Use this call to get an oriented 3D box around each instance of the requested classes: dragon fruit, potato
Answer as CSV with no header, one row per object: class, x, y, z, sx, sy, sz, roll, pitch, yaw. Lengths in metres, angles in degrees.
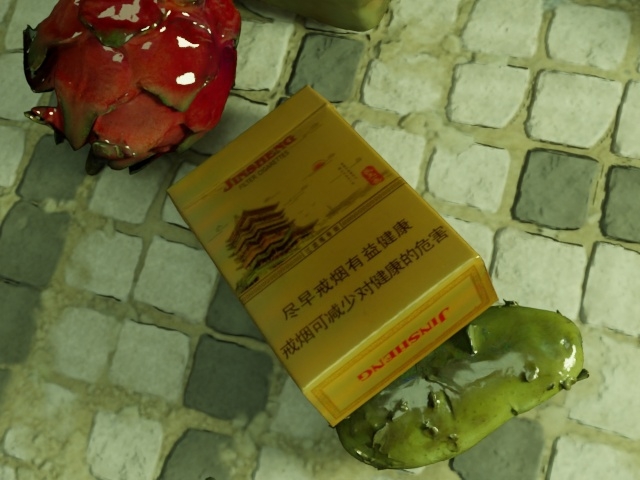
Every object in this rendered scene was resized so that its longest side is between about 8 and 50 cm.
dragon fruit,-0.176,-0.165,0.827,0.193,0.274,0.192,13,32,-10
potato,0.113,0.118,0.737,0.225,0.090,0.117,-21,71,4

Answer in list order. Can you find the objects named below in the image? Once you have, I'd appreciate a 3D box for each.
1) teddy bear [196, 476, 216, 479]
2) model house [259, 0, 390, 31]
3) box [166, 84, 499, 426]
teddy bear,-0.084,0.376,0.602,0.357,0.224,0.368,-36,55,44
model house,-0.059,-0.440,0.828,0.381,0.334,0.343,20,79,5
box,0.000,0.000,0.760,0.174,0.076,0.274,-36,50,-4
